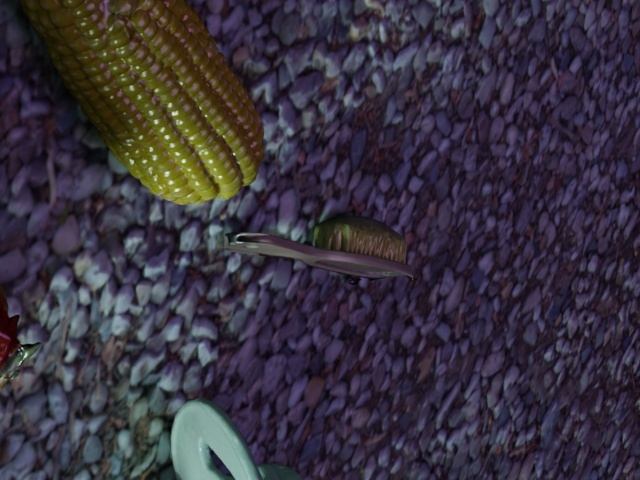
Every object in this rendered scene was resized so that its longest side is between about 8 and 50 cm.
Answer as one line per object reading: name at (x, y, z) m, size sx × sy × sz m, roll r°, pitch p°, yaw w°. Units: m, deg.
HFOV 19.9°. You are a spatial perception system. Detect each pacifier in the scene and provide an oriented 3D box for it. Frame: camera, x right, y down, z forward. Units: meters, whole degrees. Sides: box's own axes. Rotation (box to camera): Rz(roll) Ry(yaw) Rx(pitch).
pacifier at (-0.127, 0.331, 1.714) m, size 0.269 × 0.288 × 0.343 m, roll -16°, pitch 117°, yaw -23°

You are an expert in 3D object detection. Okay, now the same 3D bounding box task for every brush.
brush at (-0.001, -0.001, 1.889) m, size 0.313 × 0.072 × 0.067 m, roll 11°, pitch 73°, yaw -55°

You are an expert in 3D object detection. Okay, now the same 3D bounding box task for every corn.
corn at (-0.146, -0.142, 1.523) m, size 0.130 × 0.130 × 0.347 m, roll -59°, pitch 145°, yaw -20°

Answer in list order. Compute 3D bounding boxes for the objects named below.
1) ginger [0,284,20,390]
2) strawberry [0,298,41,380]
ginger at (-0.297, 0.055, 1.464) m, size 0.193 × 0.052 × 0.176 m, roll -61°, pitch 147°, yaw -4°
strawberry at (-0.345, 0.074, 1.350) m, size 0.228 × 0.098 × 0.174 m, roll 27°, pitch 98°, yaw -27°
